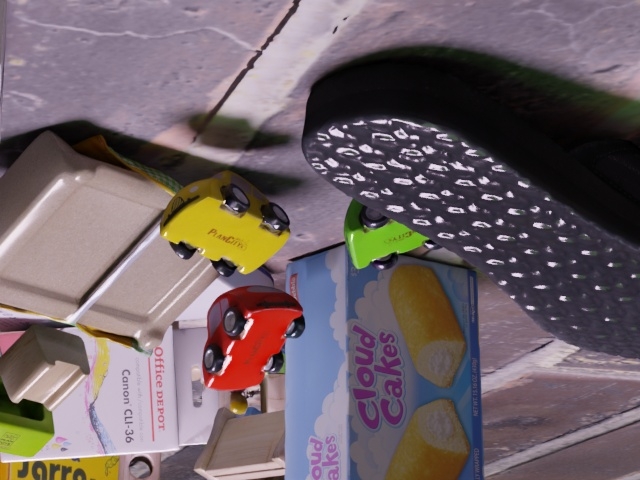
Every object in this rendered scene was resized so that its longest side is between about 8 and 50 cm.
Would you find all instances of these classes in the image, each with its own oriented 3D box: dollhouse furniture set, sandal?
[{"bbox_3d":[0.001,0.153,1.647,0.129,0.183,0.129,37,149,-27],"label":"dollhouse furniture set"},{"bbox_3d":[0.174,-0.028,1.261,0.168,0.107,0.446,-12,148,40],"label":"sandal"},{"bbox_3d":[-0.217,0.006,1.374,0.198,0.151,0.301,20,126,-44],"label":"dollhouse furniture set"}]

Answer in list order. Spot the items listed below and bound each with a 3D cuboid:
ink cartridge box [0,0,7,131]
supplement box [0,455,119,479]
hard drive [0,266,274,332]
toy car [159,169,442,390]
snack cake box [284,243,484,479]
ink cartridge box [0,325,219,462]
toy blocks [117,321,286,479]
[{"bbox_3d":[-0.227,-0.108,1.005,0.104,0.060,0.180,4,164,-9],"label":"ink cartridge box"},{"bbox_3d":[-0.409,0.251,2.039,0.357,0.195,0.194,-11,161,33],"label":"supplement box"},{"bbox_3d":[-0.223,0.035,1.552,0.319,0.040,0.210,-5,164,17],"label":"hard drive"},{"bbox_3d":[0.000,0.000,1.316,0.225,0.053,0.239,-20,144,-7],"label":"toy car"},{"bbox_3d":[0.054,0.148,1.542,0.152,0.264,0.089,12,160,-37],"label":"snack cake box"},{"bbox_3d":[-0.189,0.135,1.633,0.198,0.115,0.067,-4,176,-7],"label":"ink cartridge box"},{"bbox_3d":[-0.079,0.228,1.839,0.289,0.260,0.309,4,164,-15],"label":"toy blocks"}]
